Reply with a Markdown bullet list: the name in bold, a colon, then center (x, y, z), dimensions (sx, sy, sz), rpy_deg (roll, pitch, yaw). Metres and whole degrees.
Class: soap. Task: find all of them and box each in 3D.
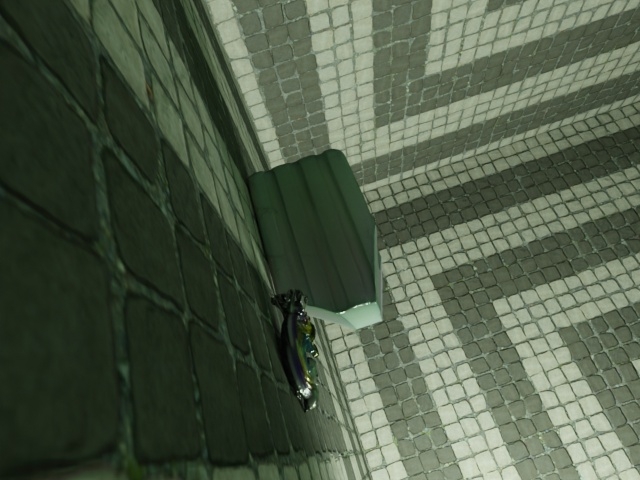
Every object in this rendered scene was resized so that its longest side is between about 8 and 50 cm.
- **soap**: center (0.000, 0.000, 0.837), dimensions (0.115, 0.208, 0.347), rpy_deg (73, -2, -58)

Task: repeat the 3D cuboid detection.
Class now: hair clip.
- **hair clip**: center (-0.036, 0.156, 0.641), dimensions (0.116, 0.049, 0.172), rpy_deg (49, 27, -56)
